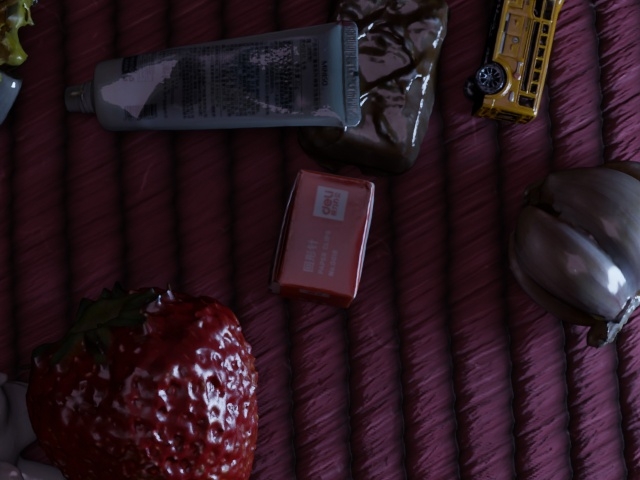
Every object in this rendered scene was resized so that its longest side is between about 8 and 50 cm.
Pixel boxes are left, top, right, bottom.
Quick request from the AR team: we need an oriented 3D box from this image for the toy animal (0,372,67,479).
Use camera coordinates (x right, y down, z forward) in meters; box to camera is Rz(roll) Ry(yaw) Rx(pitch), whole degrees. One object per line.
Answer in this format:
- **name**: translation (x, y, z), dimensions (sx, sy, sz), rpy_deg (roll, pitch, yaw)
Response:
- **toy animal**: translation (-0.352, 0.275, 1.833), dimensions (0.138, 0.140, 0.283), rpy_deg (-10, 76, 18)

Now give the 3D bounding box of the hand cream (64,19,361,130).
- **hand cream**: translation (-0.123, -0.173, 1.905), dimensions (0.340, 0.078, 0.124), rpy_deg (-4, 76, 10)

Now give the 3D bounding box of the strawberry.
- **strawberry**: translation (-0.170, 0.186, 1.809), dimensions (0.257, 0.257, 0.277), rpy_deg (-31, 110, -5)

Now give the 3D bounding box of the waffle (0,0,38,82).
- **waffle**: translation (-0.424, -0.241, 1.896), dimensions (0.262, 0.060, 0.280), rpy_deg (38, 82, 30)

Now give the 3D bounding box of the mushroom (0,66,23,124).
- **mushroom**: translation (-0.408, -0.102, 1.912), dimensions (0.092, 0.081, 0.223), rpy_deg (20, 83, 12)

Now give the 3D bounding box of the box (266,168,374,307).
- **box**: translation (0.000, 0.000, 1.861), dimensions (0.099, 0.182, 0.133), rpy_deg (12, 86, -1)

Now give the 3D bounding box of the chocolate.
- **chocolate**: translation (0.060, -0.184, 1.929), dimensions (0.148, 0.093, 0.214), rpy_deg (12, 82, 2)

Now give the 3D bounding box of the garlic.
- **garlic**: translation (0.316, -0.007, 1.880), dimensions (0.214, 0.160, 0.191), rpy_deg (-42, 91, -3)

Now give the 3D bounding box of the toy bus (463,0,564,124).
- **toy bus**: translation (0.225, -0.235, 1.945), dimensions (0.088, 0.083, 0.195), rpy_deg (12, 85, -3)
